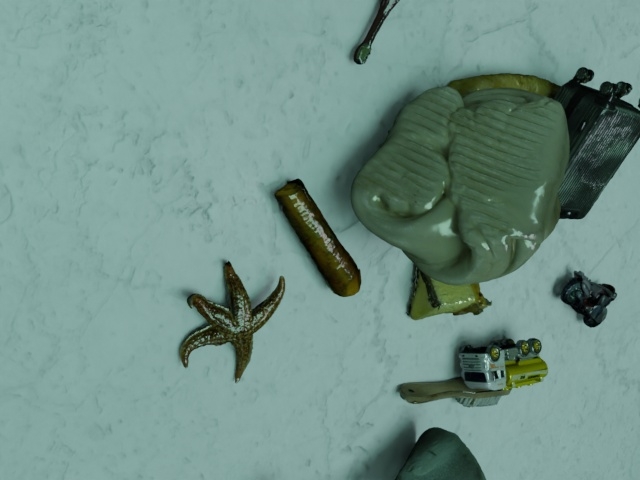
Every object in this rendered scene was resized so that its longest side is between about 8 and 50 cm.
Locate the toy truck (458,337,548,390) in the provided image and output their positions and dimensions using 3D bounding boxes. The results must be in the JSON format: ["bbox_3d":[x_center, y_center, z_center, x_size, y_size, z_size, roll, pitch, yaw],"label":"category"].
[{"bbox_3d":[0.427,0.289,1.585,0.227,0.098,0.113,-1,83,-35],"label":"toy truck"}]

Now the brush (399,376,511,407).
[{"bbox_3d":[0.307,0.355,1.573,0.328,0.070,0.065,4,114,-35],"label":"brush"}]

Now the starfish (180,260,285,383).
[{"bbox_3d":[-0.145,0.148,1.182,0.213,0.057,0.237,-22,117,-19],"label":"starfish"}]

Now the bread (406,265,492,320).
[{"bbox_3d":[0.259,0.094,1.444,0.147,0.127,0.152,-2,74,-33],"label":"bread"}]

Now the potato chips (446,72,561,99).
[{"bbox_3d":[0.393,-0.300,1.399,0.407,0.057,0.080,-3,104,-35],"label":"potato chips"}]

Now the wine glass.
[{"bbox_3d":[0.115,0.549,1.391,0.406,0.267,0.266,-4,109,-30],"label":"wine glass"}]

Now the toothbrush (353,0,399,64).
[{"bbox_3d":[0.146,-0.464,1.179,0.041,0.041,0.363,29,88,-38],"label":"toothbrush"}]

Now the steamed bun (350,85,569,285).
[{"bbox_3d":[0.269,-0.095,1.240,0.367,0.343,0.255,-58,153,-12],"label":"steamed bun"}]

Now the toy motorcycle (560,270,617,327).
[{"bbox_3d":[0.688,0.141,1.748,0.213,0.082,0.122,36,85,-39],"label":"toy motorcycle"}]

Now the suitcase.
[{"bbox_3d":[0.547,-0.195,1.457,0.202,0.128,0.312,3,123,-36],"label":"suitcase"}]

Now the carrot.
[{"bbox_3d":[0.000,0.000,1.226,0.070,0.070,0.260,-43,123,-16],"label":"carrot"}]
